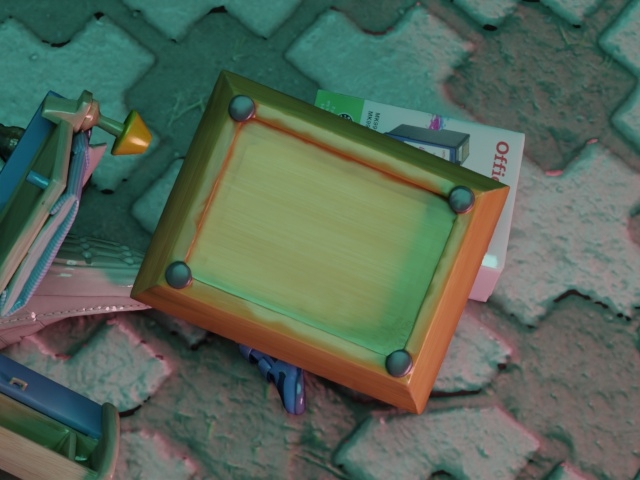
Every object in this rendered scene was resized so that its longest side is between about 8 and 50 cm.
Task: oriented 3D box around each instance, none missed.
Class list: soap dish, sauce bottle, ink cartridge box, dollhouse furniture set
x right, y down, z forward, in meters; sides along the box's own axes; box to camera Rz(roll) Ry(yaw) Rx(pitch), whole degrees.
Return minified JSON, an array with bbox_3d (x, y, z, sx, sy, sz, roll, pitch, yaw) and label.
[{"bbox_3d":[0.000,0.000,1.620,0.291,0.118,0.229,22,88,1],"label":"soap dish"},{"bbox_3d":[-0.286,-0.085,1.759,0.128,0.042,0.042,31,69,9],"label":"sauce bottle"},{"bbox_3d":[0.081,-0.043,1.749,0.212,0.093,0.154,13,68,-2],"label":"ink cartridge box"},{"bbox_3d":[-0.206,0.063,1.495,0.198,0.286,0.303,28,106,-16],"label":"dollhouse furniture set"}]

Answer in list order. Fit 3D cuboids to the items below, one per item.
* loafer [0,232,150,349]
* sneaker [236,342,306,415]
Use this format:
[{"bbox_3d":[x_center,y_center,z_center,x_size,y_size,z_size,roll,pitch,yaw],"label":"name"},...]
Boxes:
[{"bbox_3d":[-0.306,0.054,1.679,0.319,0.112,0.111,0,105,-10],"label":"loafer"},{"bbox_3d":[-0.050,0.104,1.702,0.059,0.053,0.144,-15,63,-9],"label":"sneaker"}]
